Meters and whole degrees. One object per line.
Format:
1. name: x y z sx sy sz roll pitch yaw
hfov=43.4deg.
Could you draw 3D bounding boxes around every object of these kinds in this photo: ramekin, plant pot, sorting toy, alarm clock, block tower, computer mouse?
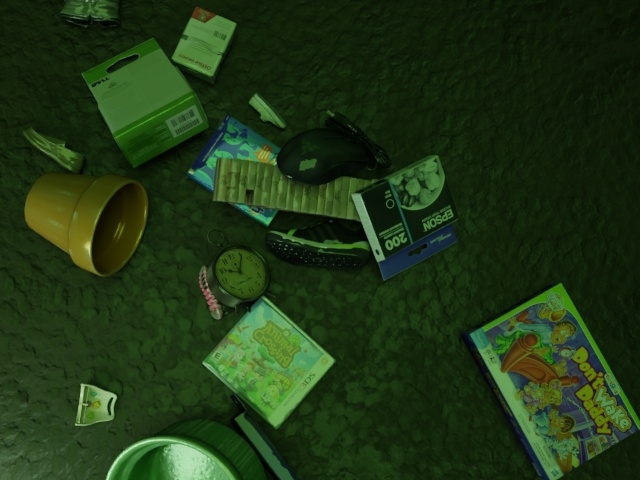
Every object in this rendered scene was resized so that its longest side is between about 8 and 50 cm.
1. ramekin: -0.248 0.494 1.546 0.303 0.148 0.304 3 100 16
2. plant pot: -0.486 -0.054 1.640 0.187 0.205 0.205 20 80 14
3. sorting toy: -0.459 0.339 1.655 0.075 0.045 0.083 8 81 -11
4. alarm clock: -0.183 0.060 1.688 0.129 0.064 0.192 -23 79 -36
5. block tower: -0.050 -0.103 1.681 0.335 0.091 0.097 6 90 -19
6. computer mouse: 0.021 -0.196 1.664 0.188 0.072 0.272 41 42 20

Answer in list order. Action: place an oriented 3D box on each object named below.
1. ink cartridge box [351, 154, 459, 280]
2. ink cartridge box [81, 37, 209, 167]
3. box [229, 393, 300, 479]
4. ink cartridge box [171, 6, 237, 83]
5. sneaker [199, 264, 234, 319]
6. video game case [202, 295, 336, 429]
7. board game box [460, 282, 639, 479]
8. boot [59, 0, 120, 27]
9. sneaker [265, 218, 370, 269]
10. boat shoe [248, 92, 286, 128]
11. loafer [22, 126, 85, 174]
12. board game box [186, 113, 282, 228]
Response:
1. ink cartridge box: 0.192 -0.046 1.706 0.206 0.045 0.208 -27 107 -20
2. ink cartridge box: -0.380 -0.304 1.733 0.188 0.097 0.255 -30 51 -8
3. box: -0.122 0.410 1.621 0.036 0.136 0.225 -36 85 -16
4. ink cartridge box: -0.254 -0.428 1.770 0.099 0.056 0.135 23 80 -1
5. sneaker: -0.218 0.106 1.710 0.057 0.047 0.119 -18 84 -29
6. video game case: -0.108 0.256 1.702 0.212 0.023 0.193 42 81 2
7. board game box: 0.490 0.298 1.716 0.233 0.078 0.347 -28 85 -8
8. boot: -0.550 -0.560 1.757 0.246 0.083 0.161 11 87 -2
9. sneaker: 0.000 0.000 1.733 0.234 0.084 0.097 11 57 -4
10. boat shoe: -0.119 -0.279 1.775 0.100 0.035 0.035 45 108 -1
11. loafer: -0.566 -0.198 1.716 0.148 0.056 0.050 38 80 -9
12. board game box: -0.158 -0.150 1.743 0.210 0.047 0.160 32 80 -1
